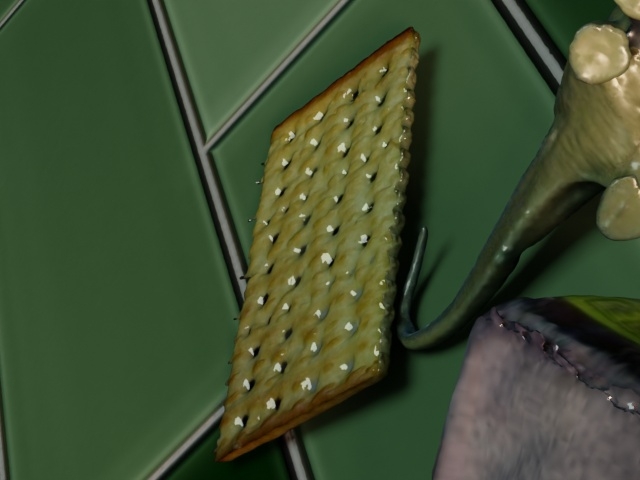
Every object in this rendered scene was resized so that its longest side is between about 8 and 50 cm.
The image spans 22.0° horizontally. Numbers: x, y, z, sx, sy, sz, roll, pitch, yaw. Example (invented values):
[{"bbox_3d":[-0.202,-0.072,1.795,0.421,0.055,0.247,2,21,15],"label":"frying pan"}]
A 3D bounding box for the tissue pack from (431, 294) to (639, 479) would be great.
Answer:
[{"bbox_3d":[0.143,0.207,0.351,0.394,0.124,0.288,35,116,58],"label":"tissue pack"}]

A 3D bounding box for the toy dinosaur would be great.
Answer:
[{"bbox_3d":[0.145,-0.069,0.709,0.363,0.076,0.147,-49,-5,17],"label":"toy dinosaur"}]

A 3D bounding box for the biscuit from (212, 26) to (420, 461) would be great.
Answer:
[{"bbox_3d":[0.000,0.000,0.893,0.139,0.016,0.231,-33,38,41],"label":"biscuit"}]
